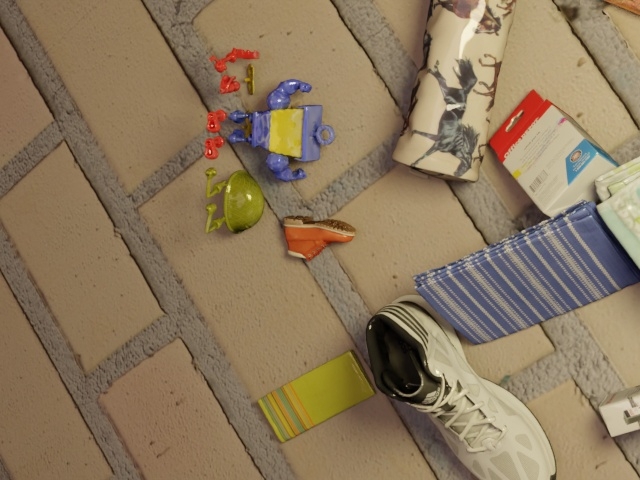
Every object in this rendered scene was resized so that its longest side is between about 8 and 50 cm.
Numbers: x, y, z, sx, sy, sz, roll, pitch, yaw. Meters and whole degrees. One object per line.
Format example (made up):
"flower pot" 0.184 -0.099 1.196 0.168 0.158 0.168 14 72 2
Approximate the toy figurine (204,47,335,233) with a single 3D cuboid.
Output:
"toy figurine" -0.083 -0.178 1.966 0.217 0.191 0.362 6 98 19

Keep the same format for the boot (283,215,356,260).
"boot" 0.000 0.000 2.013 0.158 0.059 0.084 6 101 32

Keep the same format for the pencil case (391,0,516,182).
"pencil case" 0.236 -0.298 1.820 0.160 0.183 0.410 9 101 -9

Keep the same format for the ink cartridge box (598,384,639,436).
"ink cartridge box" 0.552 0.278 1.762 0.135 0.099 0.056 -23 86 25

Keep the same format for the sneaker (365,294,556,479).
"sneaker" 0.222 0.303 1.827 0.169 0.257 0.447 -43 78 21

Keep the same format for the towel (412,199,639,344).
"towel" 0.357 0.064 1.783 0.336 0.243 0.040 -25 45 24

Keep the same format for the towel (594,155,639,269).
"towel" 0.653 -0.023 1.628 0.321 0.090 0.374 -34 101 19

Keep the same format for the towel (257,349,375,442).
"towel" -0.009 0.311 2.065 0.237 0.021 0.102 -31 87 23

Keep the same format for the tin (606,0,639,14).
"tin" 0.523 -0.442 1.743 0.190 0.040 0.106 29 110 19

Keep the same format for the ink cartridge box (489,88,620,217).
"ink cartridge box" 0.394 -0.143 1.770 0.134 0.078 0.231 -51 36 20
